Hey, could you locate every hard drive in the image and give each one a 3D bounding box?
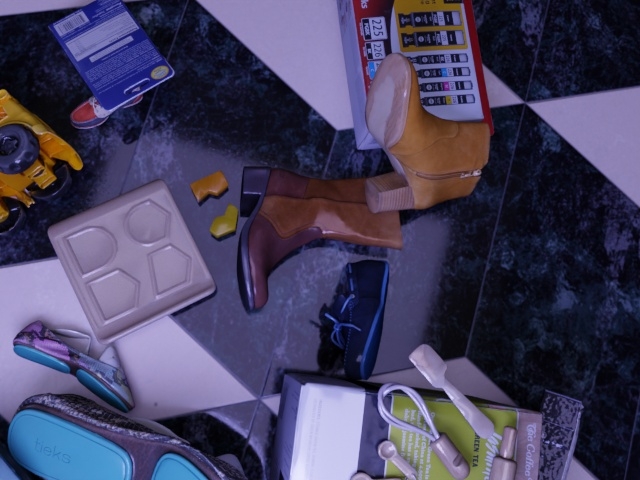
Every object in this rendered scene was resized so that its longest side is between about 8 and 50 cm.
[{"bbox_3d":[0.331,0.411,1.025,0.064,0.237,0.339,15,77,20],"label":"hard drive"}]

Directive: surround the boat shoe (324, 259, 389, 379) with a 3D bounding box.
[{"bbox_3d":[0.058,0.129,1.071,0.089,0.258,0.109,6,120,9],"label":"boat shoe"}]

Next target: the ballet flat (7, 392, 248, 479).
[{"bbox_3d":[-0.228,0.338,0.947,0.482,0.182,0.164,20,98,23],"label":"ballet flat"}]

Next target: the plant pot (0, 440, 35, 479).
[{"bbox_3d":[-0.518,0.402,0.909,0.235,0.293,0.293,-40,87,-24],"label":"plant pot"}]

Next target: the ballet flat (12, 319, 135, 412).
[{"bbox_3d":[-0.385,0.194,1.064,0.221,0.077,0.079,29,52,-2],"label":"ballet flat"}]

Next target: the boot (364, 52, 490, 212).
[{"bbox_3d":[0.183,-0.177,1.059,0.211,0.295,0.104,-15,45,-20],"label":"boot"}]

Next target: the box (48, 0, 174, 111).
[{"bbox_3d":[-0.358,-0.322,1.134,0.136,0.036,0.225,-33,69,-11],"label":"box"}]

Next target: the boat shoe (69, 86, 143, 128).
[{"bbox_3d":[-0.375,-0.239,1.142,0.137,0.043,0.049,-27,87,-10],"label":"boat shoe"}]

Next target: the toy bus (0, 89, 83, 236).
[{"bbox_3d":[-0.542,-0.137,1.064,0.220,0.149,0.211,-43,75,-9],"label":"toy bus"}]

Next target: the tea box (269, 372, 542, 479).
[{"bbox_3d":[0.100,0.325,0.964,0.323,0.329,0.220,9,80,-6],"label":"tea box"}]

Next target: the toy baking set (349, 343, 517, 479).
[{"bbox_3d":[0.146,0.267,0.795,0.196,0.030,0.256,20,80,-4],"label":"toy baking set"}]

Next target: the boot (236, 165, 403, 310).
[{"bbox_3d":[0.000,0.000,1.121,0.280,0.096,0.264,5,58,-10],"label":"boot"}]

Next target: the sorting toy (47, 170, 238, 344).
[{"bbox_3d":[-0.275,0.012,1.118,0.307,0.041,0.229,-26,80,-13],"label":"sorting toy"}]

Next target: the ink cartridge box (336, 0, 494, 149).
[{"bbox_3d":[0.186,-0.339,1.183,0.271,0.130,0.310,-7,82,-9],"label":"ink cartridge box"}]
